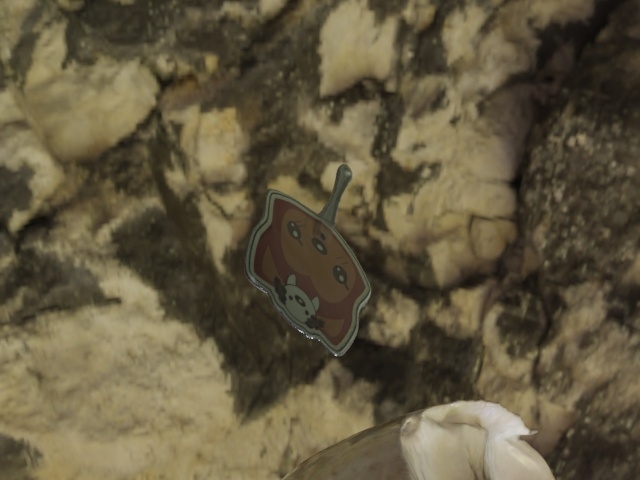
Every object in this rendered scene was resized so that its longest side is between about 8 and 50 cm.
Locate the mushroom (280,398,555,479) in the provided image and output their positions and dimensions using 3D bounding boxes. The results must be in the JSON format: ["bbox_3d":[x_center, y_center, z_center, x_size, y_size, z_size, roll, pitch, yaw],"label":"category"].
[{"bbox_3d":[0.052,0.221,0.844,0.189,0.253,0.195,-24,-106,30],"label":"mushroom"}]

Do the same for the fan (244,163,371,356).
[{"bbox_3d":[0.000,0.000,1.109,0.132,0.009,0.220,44,-144,-20],"label":"fan"}]
